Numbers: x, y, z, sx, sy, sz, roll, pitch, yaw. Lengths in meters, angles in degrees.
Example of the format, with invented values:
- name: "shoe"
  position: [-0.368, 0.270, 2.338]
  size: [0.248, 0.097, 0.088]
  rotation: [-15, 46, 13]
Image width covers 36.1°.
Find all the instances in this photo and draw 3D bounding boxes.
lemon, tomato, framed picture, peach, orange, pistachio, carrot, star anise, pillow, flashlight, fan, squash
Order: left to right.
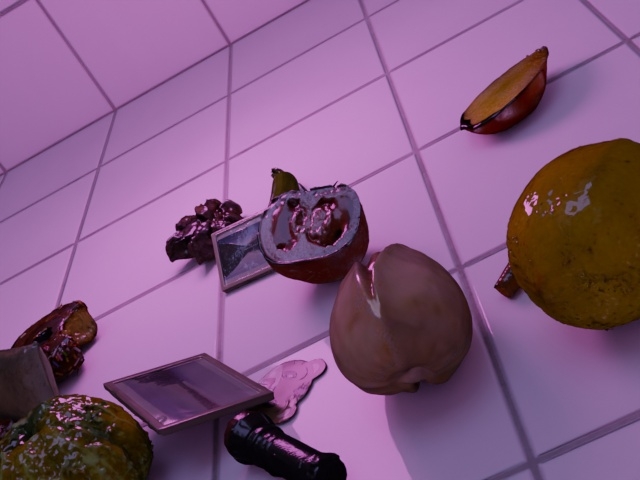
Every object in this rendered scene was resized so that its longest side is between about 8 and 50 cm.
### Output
- name: "pillow"
  position: [-0.658, 0.308, 2.071]
  size: [0.302, 0.185, 0.075]
  rotation: [-10, 14, 37]
- name: "orange"
  position: [-0.441, 0.392, 1.661]
  size: [0.301, 0.223, 0.300]
  rotation: [-44, 24, -20]
- name: "framed picture"
  position: [-0.241, 0.267, 1.748]
  size: [0.213, 0.016, 0.289]
  rotation: [-14, 15, -28]
- name: "star anise"
  position: [-0.275, -0.030, 2.305]
  size: [0.214, 0.099, 0.220]
  rotation: [-33, 26, -21]
- name: "framed picture"
  position: [-0.134, 0.010, 2.098]
  size: [0.203, 0.015, 0.150]
  rotation: [-24, 59, 16]
- name: "fan"
  position: [-0.099, 0.261, 1.739]
  size: [0.226, 0.008, 0.152]
  rotation: [-4, 39, 43]
- name: "squash"
  position: [-0.086, -0.082, 2.215]
  size: [0.080, 0.071, 0.318]
  rotation: [-6, 36, 7]
- name: "flashlight"
  position: [-0.053, 0.332, 1.504]
  size: [0.093, 0.093, 0.232]
  rotation: [-45, 35, -22]
- name: "tomato"
  position: [0.000, 0.000, 1.898]
  size: [0.214, 0.155, 0.181]
  rotation: [-2, 58, 23]
- name: "pistachio"
  position: [0.116, 0.121, 1.508]
  size: [0.229, 0.230, 0.309]
  rotation: [-26, 19, 13]
- name: "peach"
  position: [0.402, -0.302, 2.067]
  size: [0.279, 0.068, 0.189]
  rotation: [-44, 21, -17]
- name: "carrot"
  position: [0.343, 0.026, 1.615]
  size: [0.161, 0.055, 0.055]
  rotation: [-51, 32, -18]
- name: "lemon"
  position: [0.401, -0.015, 1.396]
  size: [0.257, 0.258, 0.310]
  rotation: [-5, 34, 42]

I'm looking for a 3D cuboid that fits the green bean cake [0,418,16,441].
- name: "green bean cake"
  position: [-0.699, 0.433, 2.040]
  size: [0.135, 0.056, 0.136]
  rotation: [-9, 36, 36]

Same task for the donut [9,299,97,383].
- name: "donut"
  position: [-0.599, 0.245, 2.197]
  size: [0.216, 0.096, 0.230]
  rotation: [-33, 27, 4]
